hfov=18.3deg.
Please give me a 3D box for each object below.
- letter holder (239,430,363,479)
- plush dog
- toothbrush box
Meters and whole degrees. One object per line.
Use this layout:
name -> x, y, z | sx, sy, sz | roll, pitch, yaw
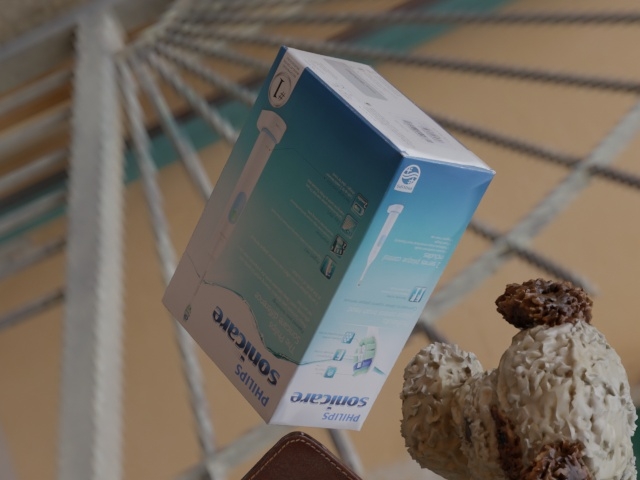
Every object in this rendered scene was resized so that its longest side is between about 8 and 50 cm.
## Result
letter holder -> 0.042, 0.322, 1.741 | 0.302, 0.214, 0.152 | 47, 19, 13
plush dog -> 0.167, 0.156, 1.433 | 0.225, 0.210, 0.262 | 91, -2, -55
toothbrush box -> 0.000, 0.000, 1.874 | 0.126, 0.295, 0.216 | 10, 24, -42
